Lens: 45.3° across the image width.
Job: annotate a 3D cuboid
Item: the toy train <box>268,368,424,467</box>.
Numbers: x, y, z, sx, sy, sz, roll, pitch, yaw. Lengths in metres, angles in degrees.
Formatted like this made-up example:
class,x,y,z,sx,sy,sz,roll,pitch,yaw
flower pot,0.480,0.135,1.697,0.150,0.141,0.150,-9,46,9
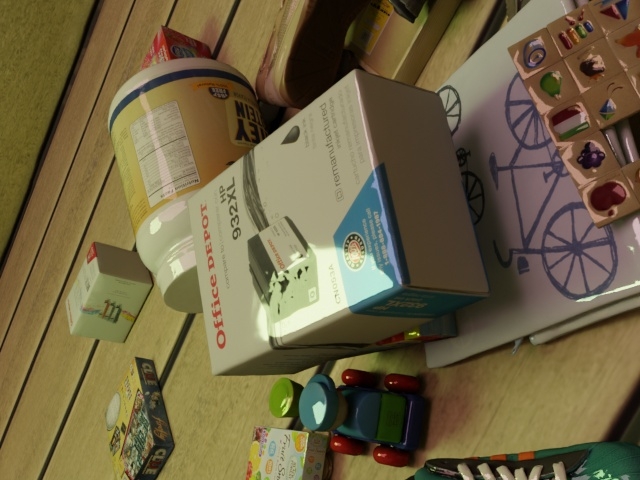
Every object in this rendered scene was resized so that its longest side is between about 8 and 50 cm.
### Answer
class,x,y,z,sx,sy,sz,roll,pitch,yaw
toy train,-0.003,0.201,0.937,0.248,0.143,0.105,-8,69,55

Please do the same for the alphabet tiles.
class,x,y,z,sx,sy,sz,roll,pitch,yaw
alphabet tiles,0.304,-0.146,0.649,0.237,0.009,0.198,-27,65,19

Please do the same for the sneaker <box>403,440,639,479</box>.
class,x,y,z,sx,sy,sz,roll,pitch,yaw
sneaker,0.159,0.245,0.688,0.302,0.121,0.108,-35,48,44

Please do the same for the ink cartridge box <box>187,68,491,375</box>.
class,x,y,z,sx,sy,sz,roll,pitch,yaw
ink cartridge box,0.000,0.000,0.813,0.307,0.129,0.223,-30,64,43

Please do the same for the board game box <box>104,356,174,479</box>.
class,x,y,z,sx,sy,sz,roll,pitch,yaw
board game box,-0.360,0.369,1.501,0.165,0.042,0.243,-59,34,21

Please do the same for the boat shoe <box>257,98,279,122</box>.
class,x,y,z,sx,sy,sz,roll,pitch,yaw
boat shoe,-0.081,-0.282,1.385,0.142,0.049,0.040,-62,33,20

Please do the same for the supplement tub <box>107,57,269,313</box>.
class,x,y,z,sx,sy,sz,roll,pitch,yaw
supplement tub,-0.167,-0.077,1.106,0.228,0.228,0.316,-41,59,40

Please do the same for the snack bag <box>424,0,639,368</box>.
class,x,y,z,sx,sy,sz,roll,pitch,yaw
snack bag,0.186,-0.042,0.809,0.342,0.037,0.323,-38,57,53

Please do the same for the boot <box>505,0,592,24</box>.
class,x,y,z,sx,sy,sz,roll,pitch,yaw
boot,0.292,-0.269,0.795,0.208,0.076,0.189,-29,54,40

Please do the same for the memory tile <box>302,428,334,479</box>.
class,x,y,z,sx,sy,sz,roll,pitch,yaw
memory tile,-0.022,0.327,1.030,0.113,0.012,0.148,-26,54,50

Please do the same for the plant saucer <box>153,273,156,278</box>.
class,x,y,z,sx,sy,sz,roll,pitch,yaw
plant saucer,-0.191,-0.095,1.413,0.400,0.101,0.400,-30,52,47

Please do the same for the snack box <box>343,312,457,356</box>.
class,x,y,z,sx,sy,sz,roll,pitch,yaw
snack box,0.052,0.044,0.902,0.207,0.070,0.174,-19,71,46

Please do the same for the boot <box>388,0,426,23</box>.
class,x,y,z,sx,sy,sz,roll,pitch,yaw
boot,0.133,-0.466,1.036,0.223,0.118,0.338,-35,43,29

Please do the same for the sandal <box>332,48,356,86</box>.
class,x,y,z,sx,sy,sz,roll,pitch,yaw
sandal,-0.009,-0.265,1.222,0.219,0.060,0.090,-149,56,-64

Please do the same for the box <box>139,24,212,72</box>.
class,x,y,z,sx,sy,sz,roll,pitch,yaw
box,-0.311,-0.350,1.699,0.128,0.123,0.257,-55,36,27

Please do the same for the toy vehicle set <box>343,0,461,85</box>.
class,x,y,z,sx,sy,sz,roll,pitch,yaw
toy vehicle set,0.099,-0.339,1.145,0.166,0.035,0.267,-60,34,19

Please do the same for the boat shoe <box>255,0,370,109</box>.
class,x,y,z,sx,sy,sz,roll,pitch,yaw
boat shoe,-0.006,-0.356,1.129,0.110,0.122,0.341,14,77,50

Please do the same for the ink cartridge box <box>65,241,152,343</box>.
class,x,y,z,sx,sy,sz,roll,pitch,yaw
ink cartridge box,-0.478,0.119,1.723,0.176,0.127,0.128,-59,35,20

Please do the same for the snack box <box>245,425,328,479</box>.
class,x,y,z,sx,sy,sz,roll,pitch,yaw
snack box,-0.049,0.305,1.034,0.141,0.037,0.100,-12,66,55
